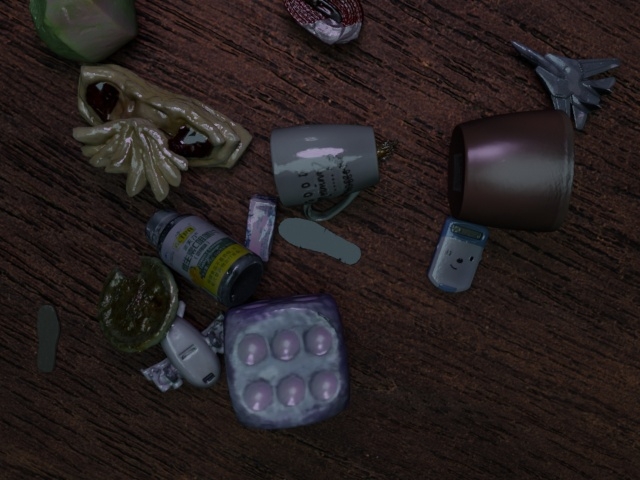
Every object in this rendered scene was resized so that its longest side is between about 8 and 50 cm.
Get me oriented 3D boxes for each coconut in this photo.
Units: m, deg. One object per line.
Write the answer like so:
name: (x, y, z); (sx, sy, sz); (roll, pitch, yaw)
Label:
coconut: (-0.512, -0.514, 1.076); (0.236, 0.236, 0.204); (-36, 111, 5)

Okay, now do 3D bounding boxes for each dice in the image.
dice: (-0.079, 0.274, 1.164); (0.271, 0.271, 0.269); (-8, 89, -4)

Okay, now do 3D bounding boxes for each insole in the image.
insole: (0.000, 0.000, 1.274); (0.232, 0.003, 0.080); (22, 99, -5)
insole: (-0.732, 0.263, 1.308); (0.063, 0.010, 0.191); (8, 101, -1)

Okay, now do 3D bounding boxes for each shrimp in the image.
shrimp: (0.099, -0.240, 1.218); (0.178, 0.034, 0.124); (-27, 97, 14)

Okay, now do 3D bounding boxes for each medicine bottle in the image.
medicine bottle: (-0.286, 0.030, 1.167); (0.293, 0.141, 0.141); (31, 99, 23)

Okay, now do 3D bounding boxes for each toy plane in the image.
toy plane: (-0.349, 0.273, 1.262); (0.253, 0.118, 0.251); (0, 89, -16)
toy plane: (0.562, -0.399, 1.175); (0.267, 0.088, 0.212); (33, 97, 2)

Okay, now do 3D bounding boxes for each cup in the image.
cup: (0.021, -0.156, 1.163); (0.234, 0.186, 0.257); (-6, 131, 5)

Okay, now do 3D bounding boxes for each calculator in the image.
calculator: (0.356, 0.033, 1.266); (0.121, 0.039, 0.210); (17, 99, -5)

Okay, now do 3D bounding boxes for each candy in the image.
candy: (-0.150, -0.031, 1.223); (0.073, 0.092, 0.160); (8, 101, -4)

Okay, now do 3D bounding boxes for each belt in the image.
belt: (0.010, -0.541, 1.121); (0.201, 0.124, 0.128); (33, 115, -12)

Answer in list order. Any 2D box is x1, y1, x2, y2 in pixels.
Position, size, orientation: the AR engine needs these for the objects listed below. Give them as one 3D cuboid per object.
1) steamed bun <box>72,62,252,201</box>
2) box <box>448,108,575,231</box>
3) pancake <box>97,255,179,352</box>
steamed bun: (-0.405, -0.241, 1.142); (0.428, 0.189, 0.247); (26, 106, -5)
box: (0.416, -0.156, 1.111); (0.217, 0.301, 0.300); (0, 100, 4)
pancake: (-0.461, 0.159, 1.219); (0.254, 0.037, 0.253); (-7, 71, 20)
